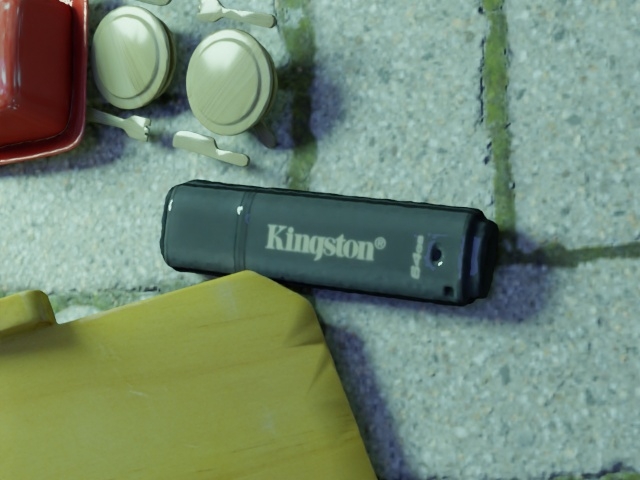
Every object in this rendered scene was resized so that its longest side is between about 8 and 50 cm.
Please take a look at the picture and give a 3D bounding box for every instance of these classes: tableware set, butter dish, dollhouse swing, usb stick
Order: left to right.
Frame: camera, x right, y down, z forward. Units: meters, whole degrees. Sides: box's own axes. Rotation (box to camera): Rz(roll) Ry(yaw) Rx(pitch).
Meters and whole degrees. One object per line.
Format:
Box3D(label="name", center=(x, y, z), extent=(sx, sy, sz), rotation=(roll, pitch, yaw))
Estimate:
Box3D(label="butter dish", center=(-0.288, -0.151, 1.257), extent=(0.160, 0.118, 0.160), rotation=(-7, 78, 29))
Box3D(label="dollhouse swing", center=(-0.154, 0.232, 1.158), extent=(0.315, 0.305, 0.347), rotation=(-51, 55, 55))
Box3D(label="tableware set", center=(-0.110, -0.140, 1.224), extent=(0.194, 0.039, 0.128), rotation=(18, 103, 32))
Box3D(label="usb stick", center=(0.000, 0.000, 1.142), extent=(0.278, 0.045, 0.077), rotation=(7, 82, 25))
